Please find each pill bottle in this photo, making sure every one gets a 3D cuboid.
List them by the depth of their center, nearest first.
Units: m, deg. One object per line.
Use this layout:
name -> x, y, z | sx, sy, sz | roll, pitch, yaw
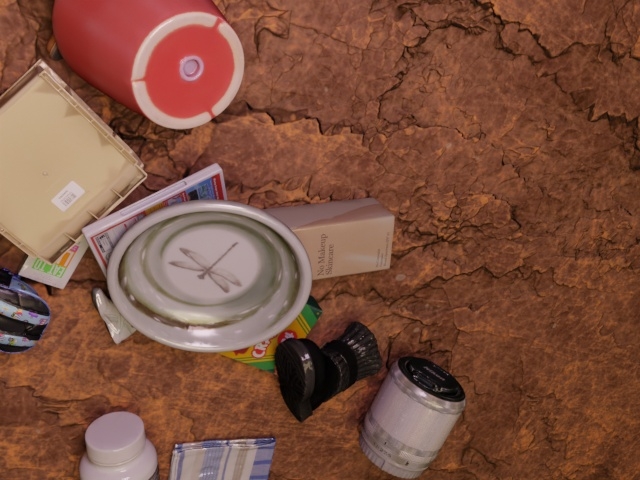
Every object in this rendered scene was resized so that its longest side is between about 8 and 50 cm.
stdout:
pill bottle -> -0.470, 0.570, 1.505 | 0.176, 0.176, 0.318 | -8, 118, -20

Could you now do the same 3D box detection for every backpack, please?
backpack -> -0.629, 0.135, 1.256 | 0.173, 0.117, 0.158 | 23, 104, -30

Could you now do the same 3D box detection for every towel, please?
towel -> -0.266, 0.618, 1.701 | 0.285, 0.034, 0.209 | 3, 114, -25

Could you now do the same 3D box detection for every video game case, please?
video game case -> -0.315, -0.025, 1.282 | 0.285, 0.025, 0.204 | -29, 152, -19

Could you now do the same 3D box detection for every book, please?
book -> -0.533, 0.019, 1.294 | 0.096, 0.035, 0.144 | 27, 99, -32

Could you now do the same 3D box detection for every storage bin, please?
storage bin -> -0.501, -0.135, 1.157 | 0.262, 0.123, 0.260 | -44, 121, -4

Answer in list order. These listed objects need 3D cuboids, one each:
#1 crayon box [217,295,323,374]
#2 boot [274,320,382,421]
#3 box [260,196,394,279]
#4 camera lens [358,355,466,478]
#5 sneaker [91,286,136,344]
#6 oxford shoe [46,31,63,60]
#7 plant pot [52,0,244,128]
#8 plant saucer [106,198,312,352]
crayon box -> -0.178, 0.174, 1.490 | 0.318, 0.081, 0.202 | 27, 102, -31
boot -> 0.029, 0.281, 1.534 | 0.260, 0.131, 0.348 | -29, 154, -19
box -> 0.000, 0.000, 1.455 | 0.311, 0.121, 0.148 | -9, 118, -19
camera lens -> 0.249, 0.473, 1.737 | 0.219, 0.219, 0.274 | 16, 108, -29
sneaker -> -0.450, 0.155, 1.387 | 0.061, 0.054, 0.152 | -29, 129, -18
oxford shoe -> -0.429, -0.415, 1.111 | 0.076, 0.076, 0.212 | 32, 101, -3
plant pot -> -0.269, -0.326, 1.064 | 0.275, 0.243, 0.275 | -25, 137, -26
plant saucer -> -0.219, 0.061, 1.292 | 0.400, 0.100, 0.400 | -4, 130, -5
